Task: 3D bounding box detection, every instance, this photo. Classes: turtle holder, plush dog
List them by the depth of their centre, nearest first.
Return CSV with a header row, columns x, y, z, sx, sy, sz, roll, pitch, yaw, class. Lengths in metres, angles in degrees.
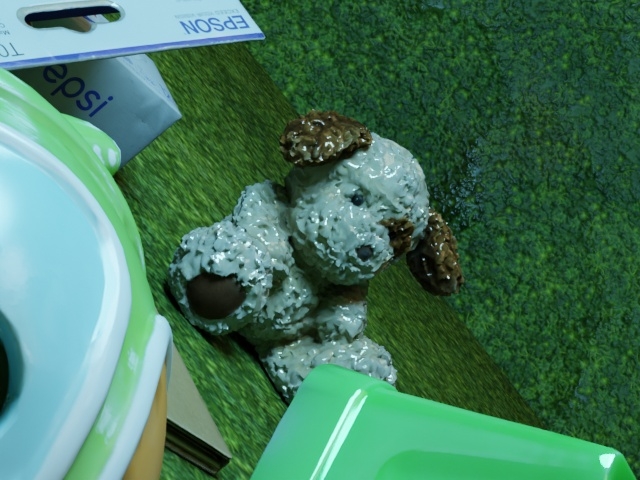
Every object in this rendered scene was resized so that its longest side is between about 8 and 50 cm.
x,y,z,sx,sy,sz,roll,pitch,yaw,class
-0.193,0.040,0.642,0.320,0.243,0.227,45,12,-36,turtle holder
0.000,0.000,1.730,0.262,0.225,0.211,44,12,-34,plush dog

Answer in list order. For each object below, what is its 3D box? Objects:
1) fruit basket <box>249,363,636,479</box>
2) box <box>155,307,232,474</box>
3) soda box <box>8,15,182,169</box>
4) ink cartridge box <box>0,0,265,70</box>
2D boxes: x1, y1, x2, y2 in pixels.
x,y,z,sx,sy,sz,roll,pitch,yaw,class
0.029,0.252,0.990,0.392,0.392,0.283,47,47,-20,fruit basket
-0.150,0.066,1.406,0.164,0.021,0.201,40,15,-49,box
-0.246,-0.173,1.637,0.286,0.098,0.091,41,14,-44,soda box
-0.254,-0.234,1.452,0.324,0.071,0.330,-12,60,-42,ink cartridge box
